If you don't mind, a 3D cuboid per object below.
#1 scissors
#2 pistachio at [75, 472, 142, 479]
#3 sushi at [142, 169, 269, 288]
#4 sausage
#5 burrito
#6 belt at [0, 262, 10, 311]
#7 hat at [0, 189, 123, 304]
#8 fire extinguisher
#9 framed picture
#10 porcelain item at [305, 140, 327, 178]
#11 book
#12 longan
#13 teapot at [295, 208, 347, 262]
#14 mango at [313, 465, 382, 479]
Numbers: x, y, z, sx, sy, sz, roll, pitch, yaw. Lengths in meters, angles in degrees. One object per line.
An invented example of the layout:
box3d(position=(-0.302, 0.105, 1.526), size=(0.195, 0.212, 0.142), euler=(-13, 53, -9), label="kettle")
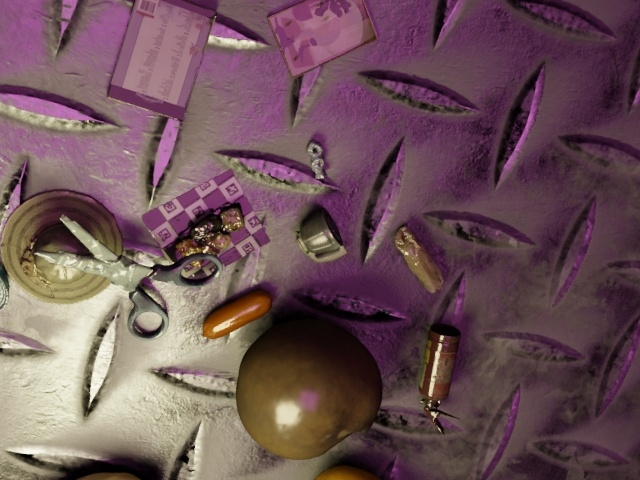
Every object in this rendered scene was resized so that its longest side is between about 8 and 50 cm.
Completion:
box3d(position=(-0.394, 0.060, 1.791), size=(0.256, 0.029, 0.383), euler=(-44, 134, 11), label="scissors")
box3d(position=(-0.479, 0.626, 1.929), size=(0.309, 0.230, 0.230), euler=(-32, 112, -11), label="pistachio")
box3d(position=(-0.236, -0.017, 1.878), size=(0.215, 0.050, 0.192), euler=(-29, 112, -4), label="sushi")
box3d(position=(-0.182, 0.161, 1.948), size=(0.183, 0.054, 0.062), euler=(-25, 84, -3), label="sausage")
box3d(position=(0.225, 0.047, 2.018), size=(0.058, 0.045, 0.188), euler=(-34, 114, 6), label="burrito")
box3d(position=(-0.692, 0.004, 1.757), size=(0.087, 0.072, 0.302), euler=(-16, 110, -11), label="belt")
box3d(position=(-0.518, 0.031, 1.792), size=(0.252, 0.110, 0.252), euler=(-4, 107, -13), label="hat")
box3d(position=(0.282, 0.331, 2.089), size=(0.075, 0.106, 0.252), euler=(-2, 108, -34), label="fire extinguisher")
box3d(position=(0.007, -0.435, 1.827), size=(0.201, 0.010, 0.136), euler=(-25, 111, -5), label="framed picture")
box3d(position=(-0.007, -0.174, 1.897), size=(0.036, 0.028, 0.083), euler=(-17, 109, -6), label="porcelain item")
box3d(position=(-0.314, -0.368, 1.762), size=(0.157, 0.026, 0.231), euler=(17, 102, -16), label="book")
box3d(position=(-0.027, 0.317, 1.910), size=(0.319, 0.319, 0.319), euler=(-4, 108, -13), label="longan")
box3d(position=(-0.001, 0.002, 1.925), size=(0.091, 0.092, 0.124), euler=(-26, 106, 13), label="teapot")
box3d(position=(0.066, 0.741, 2.107), size=(0.300, 0.232, 0.445), euler=(-5, 101, -8), label="mango")
